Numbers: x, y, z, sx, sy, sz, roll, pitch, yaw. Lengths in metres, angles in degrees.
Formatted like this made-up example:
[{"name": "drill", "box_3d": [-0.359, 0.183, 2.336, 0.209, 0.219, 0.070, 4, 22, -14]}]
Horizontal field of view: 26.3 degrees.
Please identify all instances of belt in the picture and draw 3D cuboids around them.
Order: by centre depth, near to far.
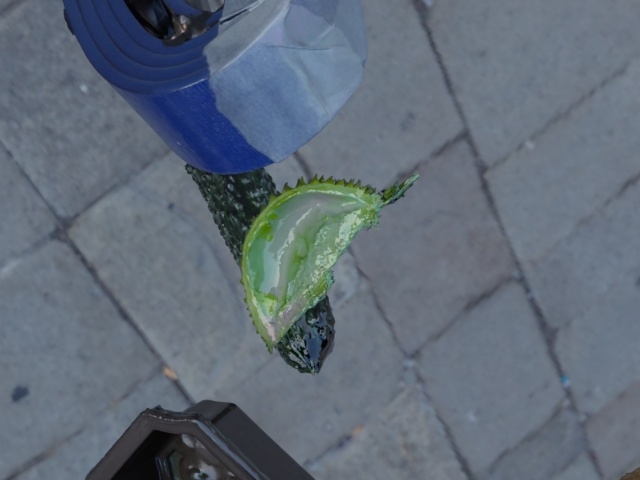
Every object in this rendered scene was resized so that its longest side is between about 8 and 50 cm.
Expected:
[{"name": "belt", "box_3d": [-0.091, -0.208, 1.102, 0.212, 0.347, 0.117, -32, 136, 7]}]

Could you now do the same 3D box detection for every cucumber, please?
[{"name": "cucumber", "box_3d": [-0.060, 0.014, 1.641, 0.096, 0.359, 0.096, -18, 142, -15]}]

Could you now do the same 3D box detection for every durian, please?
[{"name": "durian", "box_3d": [0.000, 0.000, 1.227, 0.086, 0.100, 0.215, 11, 122, -50]}]

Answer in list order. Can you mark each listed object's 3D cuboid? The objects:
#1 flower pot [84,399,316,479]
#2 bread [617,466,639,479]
[{"name": "flower pot", "box_3d": [-0.059, 0.233, 1.113, 0.179, 0.251, 0.084, -49, 176, 37]}, {"name": "bread", "box_3d": [0.374, 0.411, 1.331, 0.398, 0.398, 0.215, -7, 162, -32]}]
